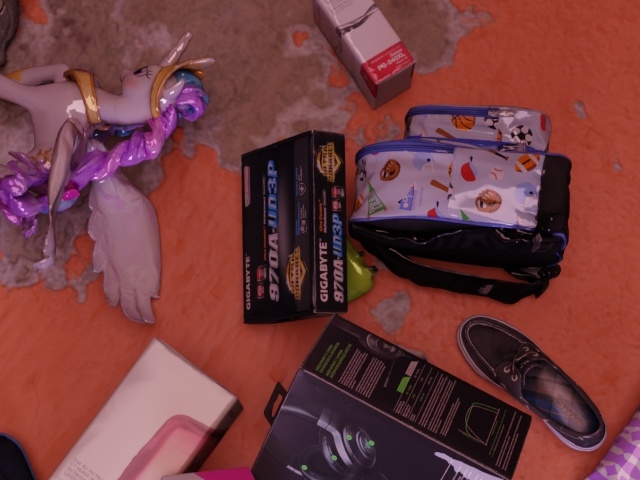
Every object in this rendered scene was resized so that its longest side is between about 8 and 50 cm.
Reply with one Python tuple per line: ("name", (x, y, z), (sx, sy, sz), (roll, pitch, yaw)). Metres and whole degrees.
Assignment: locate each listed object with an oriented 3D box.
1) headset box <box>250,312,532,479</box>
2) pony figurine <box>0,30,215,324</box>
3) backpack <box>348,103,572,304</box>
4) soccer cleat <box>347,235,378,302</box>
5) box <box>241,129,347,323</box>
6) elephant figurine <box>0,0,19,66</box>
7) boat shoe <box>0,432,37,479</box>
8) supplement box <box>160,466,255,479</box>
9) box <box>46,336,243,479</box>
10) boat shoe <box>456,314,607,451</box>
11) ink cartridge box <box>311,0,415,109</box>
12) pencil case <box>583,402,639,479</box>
("headset box", (0.059, 0.258, 1.596), (0.283, 0.131, 0.246), (27, 122, 6))
("pony figurine", (-0.319, -0.096, 1.683), (0.363, 0.303, 0.351), (2, 71, 16))
("backpack", (0.166, -0.055, 1.666), (0.263, 0.276, 0.213), (-1, 73, 6))
("soccer cleat", (0.000, 0.000, 1.750), (0.072, 0.060, 0.179), (-37, 79, 9))
("box", (-0.034, -0.012, 1.685), (0.051, 0.175, 0.220), (4, 82, -32))
("elephant figurine", (-0.429, -0.374, 1.786), (0.239, 0.169, 0.186), (-42, 52, 8))
("boat shoe", (-0.369, 0.358, 1.647), (0.109, 0.089, 0.258), (-43, 71, 23))
("supplement box", (-0.138, 0.375, 1.567), (0.111, 0.220, 0.114), (-2, 37, -28))
("box", (-0.211, 0.251, 1.649), (0.126, 0.148, 0.232), (36, 81, 7))
("boat shoe", (0.260, 0.170, 1.695), (0.080, 0.076, 0.228), (-42, 73, -8))
("ink cartridge box", (0.054, -0.259, 1.775), (0.063, 0.109, 0.150), (-32, 80, -5))
("pencil case", (0.388, 0.257, 1.684), (0.088, 0.086, 0.206), (26, 74, 44))
